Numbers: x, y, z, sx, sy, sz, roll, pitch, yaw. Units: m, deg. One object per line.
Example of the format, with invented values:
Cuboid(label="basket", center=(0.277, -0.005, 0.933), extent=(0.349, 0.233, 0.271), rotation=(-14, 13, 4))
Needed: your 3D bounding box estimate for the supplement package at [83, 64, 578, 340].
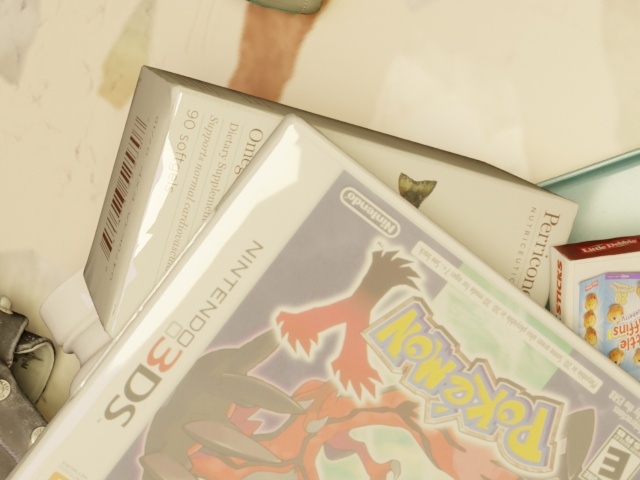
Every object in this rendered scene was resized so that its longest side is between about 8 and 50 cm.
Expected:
Cuboid(label="supplement package", center=(0.000, 0.000, 0.545), extent=(0.179, 0.105, 0.105), rotation=(14, 98, -18))

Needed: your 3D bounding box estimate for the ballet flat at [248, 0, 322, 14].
Cuboid(label="ballet flat", center=(0.015, -0.210, 0.596), extent=(0.068, 0.072, 0.213), rotation=(21, 100, -14))

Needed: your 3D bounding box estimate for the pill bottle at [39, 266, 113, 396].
Cuboid(label="pill bottle", center=(-0.064, 0.086, 0.611), extent=(0.094, 0.094, 0.169), rotation=(-38, 81, 15))

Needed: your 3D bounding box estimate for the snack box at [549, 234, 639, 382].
Cuboid(label="snack box", center=(0.185, 0.024, 0.529), extent=(0.178, 0.022, 0.064), rotation=(-7, 111, -10))

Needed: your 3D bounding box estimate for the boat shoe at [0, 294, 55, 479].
Cuboid(label="boat shoe", center=(-0.189, 0.073, 0.648), extent=(0.102, 0.108, 0.301), rotation=(-30, 66, -20))

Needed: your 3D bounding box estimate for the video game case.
Cuboid(label="video game case", center=(0.012, 0.083, 0.485), extent=(0.201, 0.023, 0.183), rotation=(37, 93, -12))

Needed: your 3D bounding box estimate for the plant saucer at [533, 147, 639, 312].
Cuboid(label="plant saucer", center=(0.185, -0.021, 0.576), extent=(0.192, 0.018, 0.067), rotation=(-20, 88, 17))
